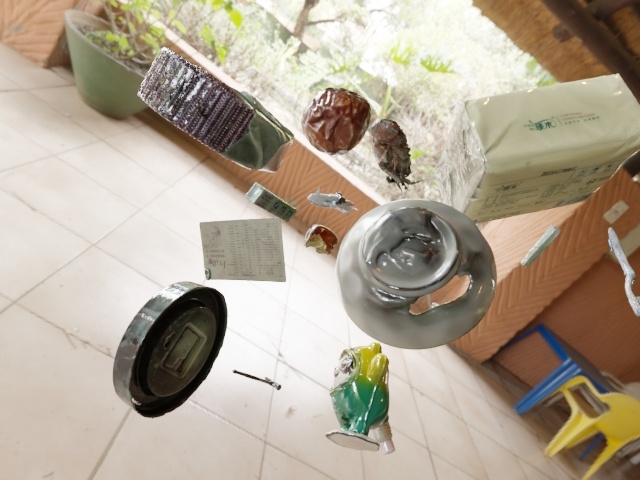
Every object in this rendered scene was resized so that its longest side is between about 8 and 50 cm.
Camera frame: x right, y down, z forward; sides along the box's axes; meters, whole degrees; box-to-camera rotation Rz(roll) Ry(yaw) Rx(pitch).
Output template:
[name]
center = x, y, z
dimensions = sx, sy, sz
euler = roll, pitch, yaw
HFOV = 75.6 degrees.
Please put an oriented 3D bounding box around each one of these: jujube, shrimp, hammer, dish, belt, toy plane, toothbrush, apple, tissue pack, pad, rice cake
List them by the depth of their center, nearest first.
[shrimp]
center = 0.134, -0.144, 0.735
dimensions = 0.073, 0.075, 0.190
euler = 34, -18, 36
[belt]
center = -0.178, -0.229, 0.751
dimensions = 0.260, 0.122, 0.325
euler = 35, 8, 0
[dish]
center = 0.174, 0.035, 0.799
dimensions = 0.324, 0.324, 0.124
euler = 51, -7, 33
[tissue pack]
center = 0.497, -0.201, 0.987
dimensions = 0.297, 0.379, 0.207
euler = 88, -9, -64
[pad]
center = -0.204, 0.026, 1.044
dimensions = 0.264, 0.160, 0.009
euler = -2, 7, 28
[toothbrush]
center = 0.808, 0.068, 1.094
dimensions = 0.035, 0.042, 0.413
euler = 67, 31, -22
[jujube]
center = 0.066, -0.402, 1.357
dimensions = 0.216, 0.216, 0.342
euler = 38, 34, -4
[toy plane]
center = 0.041, -0.133, 1.399
dimensions = 0.171, 0.066, 0.162
euler = 18, 19, -19
[rice cake]
center = 0.934, 0.027, 1.757
dimensions = 0.043, 0.211, 0.034
euler = 27, 19, -25
[hammer]
center = -0.294, 0.614, 1.844
dimensions = 0.246, 0.029, 0.103
euler = 32, -16, -32
[apple]
center = 0.005, -0.004, 2.103
dimensions = 0.158, 0.156, 0.147
euler = 20, 60, -10

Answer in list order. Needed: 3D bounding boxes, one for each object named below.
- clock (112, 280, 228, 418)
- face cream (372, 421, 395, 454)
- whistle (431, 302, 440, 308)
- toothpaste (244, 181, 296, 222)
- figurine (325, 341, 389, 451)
[clock]
center = -0.409, 0.300, 1.170
dimensions = 0.076, 0.387, 0.386
euler = 17, 9, 21
[face cream]
center = 0.240, 0.752, 1.732
dimensions = 0.082, 0.082, 0.269
euler = 19, 45, -49
[whistle]
center = 0.438, 0.258, 1.495
dimensions = 0.033, 0.033, 0.176
euler = 38, 4, -3
[toothpaste]
center = -0.215, -0.167, 1.858
dimensions = 0.067, 0.081, 0.336
euler = 41, 4, 24
[figurine]
center = 0.144, 0.537, 1.455
dimensions = 0.231, 0.324, 0.340
euler = 22, 56, -9
